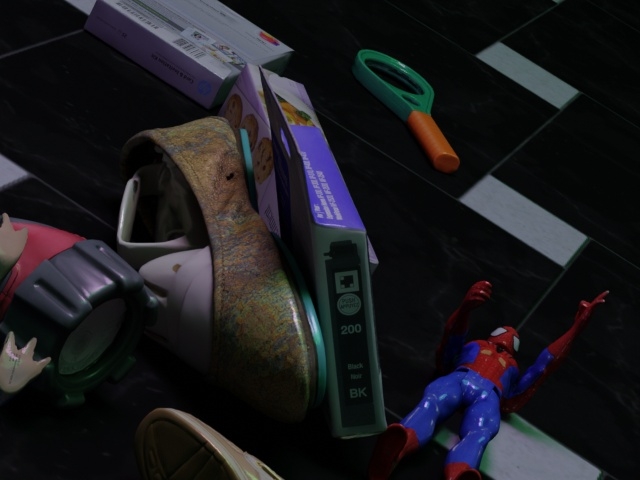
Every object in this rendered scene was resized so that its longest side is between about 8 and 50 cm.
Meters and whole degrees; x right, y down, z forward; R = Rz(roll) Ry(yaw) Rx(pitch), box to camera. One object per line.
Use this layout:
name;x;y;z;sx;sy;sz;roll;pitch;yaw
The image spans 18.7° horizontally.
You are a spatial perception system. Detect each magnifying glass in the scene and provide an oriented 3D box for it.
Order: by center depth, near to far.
magnifying glass;0.094;-0.136;2.024;0.092;0.026;0.231;18;23;-27

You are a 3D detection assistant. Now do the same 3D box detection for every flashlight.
flashlight;-0.240;-0.015;1.261;0.304;0.103;0.103;37;52;28

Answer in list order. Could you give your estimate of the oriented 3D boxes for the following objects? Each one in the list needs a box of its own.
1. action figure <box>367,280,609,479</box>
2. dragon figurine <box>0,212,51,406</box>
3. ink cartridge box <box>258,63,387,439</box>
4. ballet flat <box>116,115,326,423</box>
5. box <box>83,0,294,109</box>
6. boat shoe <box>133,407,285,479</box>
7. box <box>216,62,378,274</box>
action figure;0.126;0.091;1.430;0.091;0.139;0.280;33;20;5
dragon figurine;-0.227;0.073;1.091;0.085;0.144;0.289;15;45;-36
ink cartridge box;0.000;0.000;1.356;0.045;0.208;0.206;-10;24;-6
ballet flat;-0.084;0.018;1.376;0.123;0.123;0.348;19;25;-23
box;-0.122;-0.192;1.858;0.145;0.038;0.186;34;23;9
boat shoe;-0.041;0.164;1.163;0.170;0.063;0.059;46;23;14
box;-0.025;-0.047;1.626;0.063;0.067;0.324;19;25;-22
